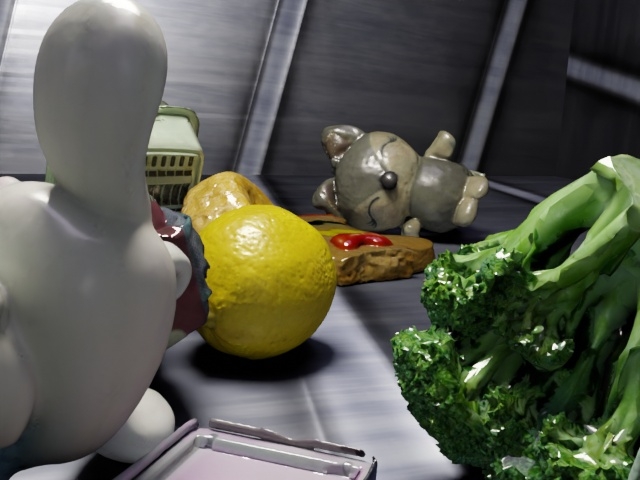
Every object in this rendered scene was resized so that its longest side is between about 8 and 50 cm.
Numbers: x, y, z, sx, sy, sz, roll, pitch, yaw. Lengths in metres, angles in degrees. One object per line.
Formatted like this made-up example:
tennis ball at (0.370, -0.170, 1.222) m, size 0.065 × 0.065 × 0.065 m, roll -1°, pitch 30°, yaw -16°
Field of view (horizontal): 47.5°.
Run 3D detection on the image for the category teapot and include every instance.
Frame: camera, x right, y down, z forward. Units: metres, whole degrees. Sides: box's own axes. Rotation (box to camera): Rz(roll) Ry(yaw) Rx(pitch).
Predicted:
teapot at (-0.130, 0.016, 1.059) m, size 0.167 × 0.203 × 0.311 m, roll -39°, pitch 0°, yaw 9°

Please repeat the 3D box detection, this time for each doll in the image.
doll at (-0.224, 0.082, 0.411) m, size 0.187 × 0.376 × 0.365 m, roll 19°, pitch 38°, yaw 37°
doll at (0.165, -0.098, 1.665) m, size 0.382 × 0.252 × 0.379 m, roll 15°, pitch -19°, yaw 5°

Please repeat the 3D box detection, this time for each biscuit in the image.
biscuit at (0.000, 0.000, 1.376) m, size 0.368 × 0.076 × 0.394 m, roll -4°, pitch 13°, yaw -28°

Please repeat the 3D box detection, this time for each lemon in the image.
lemon at (-0.075, 0.049, 0.843) m, size 0.178 × 0.178 × 0.203 m, roll 10°, pitch 25°, yaw 32°

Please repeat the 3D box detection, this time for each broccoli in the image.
broccoli at (0.213, 0.082, 0.558) m, size 0.307 × 0.275 × 0.308 m, roll 6°, pitch 42°, yaw -6°

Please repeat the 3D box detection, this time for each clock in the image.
clock at (-0.059, 0.181, 0.423) m, size 0.144 × 0.073 × 0.193 m, roll 6°, pitch 11°, yaw 18°

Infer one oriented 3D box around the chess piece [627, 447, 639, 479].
chess piece at (0.327, 0.168, 0.361) m, size 0.299 × 0.195 × 0.194 m, roll 8°, pitch 8°, yaw -22°

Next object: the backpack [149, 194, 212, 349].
backpack at (-0.269, 0.039, 0.752) m, size 0.283 × 0.197 × 0.317 m, roll -14°, pitch 12°, yaw -16°

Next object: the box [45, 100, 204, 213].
box at (-0.303, -0.075, 1.104) m, size 0.220 × 0.291 × 0.166 m, roll -5°, pitch 41°, yaw -32°

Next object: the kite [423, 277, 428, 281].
kite at (0.293, 0.064, 1.286) m, size 0.250 × 0.012 × 0.229 m, roll 1°, pitch 12°, yaw -18°
